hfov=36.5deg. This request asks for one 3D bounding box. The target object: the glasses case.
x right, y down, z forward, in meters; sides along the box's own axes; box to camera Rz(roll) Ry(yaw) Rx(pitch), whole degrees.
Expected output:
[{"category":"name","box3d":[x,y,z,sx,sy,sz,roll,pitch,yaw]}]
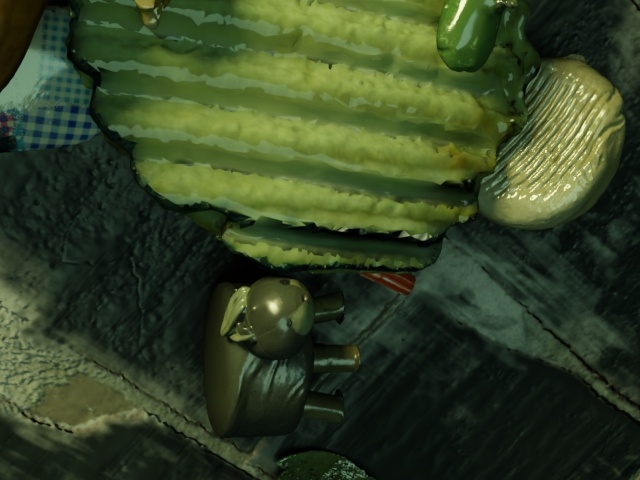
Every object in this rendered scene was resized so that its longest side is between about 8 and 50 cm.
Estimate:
[{"category":"glasses case","box3d":[-0.340,-0.135,0.827,0.328,0.076,0.125,-5,114,-13]}]

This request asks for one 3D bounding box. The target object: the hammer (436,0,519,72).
[{"category":"hammer","box3d":[0.154,-0.307,0.815,0.206,0.119,0.335,12,91,-17]}]

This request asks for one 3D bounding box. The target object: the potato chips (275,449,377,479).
[{"category":"potato chips","box3d":[0.013,0.321,1.154,0.142,0.026,0.209,-24,117,0]}]

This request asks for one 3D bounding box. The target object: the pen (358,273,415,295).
[{"category":"pen","box3d":[0.000,0.000,1.003,0.239,0.028,0.028,27,105,-23]}]

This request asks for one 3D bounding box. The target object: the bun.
[{"category":"bun","box3d":[0.219,-0.096,0.966,0.173,0.113,0.166,-21,85,15]}]

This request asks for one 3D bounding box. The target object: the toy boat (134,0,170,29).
[{"category":"toy boat","box3d":[-0.153,-0.283,0.768,0.088,0.068,0.225,-7,84,-5]}]

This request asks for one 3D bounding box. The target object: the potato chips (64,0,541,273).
[{"category":"potato chips","box3d":[-0.013,-0.147,0.861,0.429,0.070,0.358,9,93,-15]}]

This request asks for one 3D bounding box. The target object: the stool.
[{"category":"stool","box3d":[-0.038,0.116,0.950,0.139,0.228,0.153,2,83,-16]}]

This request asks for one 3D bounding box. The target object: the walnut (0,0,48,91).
[{"category":"walnut","box3d":[-0.287,-0.224,0.702,0.209,0.209,0.336,4,90,-16]}]
